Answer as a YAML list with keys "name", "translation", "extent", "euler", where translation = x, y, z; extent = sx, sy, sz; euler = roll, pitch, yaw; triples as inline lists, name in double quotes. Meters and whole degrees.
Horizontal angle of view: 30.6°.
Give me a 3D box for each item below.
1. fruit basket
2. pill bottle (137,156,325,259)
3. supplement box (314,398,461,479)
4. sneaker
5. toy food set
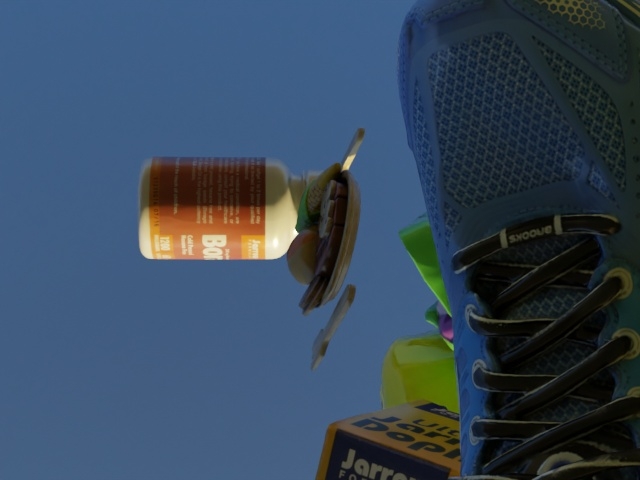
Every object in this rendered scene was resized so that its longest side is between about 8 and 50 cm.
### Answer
- name: "fruit basket"
  translation: [0.169, 0.103, 1.322]
  extent: [0.392, 0.392, 0.283]
  euler: [-34, -92, -24]
- name: "pill bottle"
  translation: [-0.101, -0.038, 1.369]
  extent: [0.216, 0.121, 0.121]
  euler: [0, -106, -2]
- name: "supplement box"
  translation: [0.091, 0.331, 0.931]
  extent: [0.194, 0.195, 0.356]
  euler: [15, -85, 27]
- name: "sneaker"
  translation: [0.105, 0.061, 0.400]
  extent: [0.147, 0.130, 0.330]
  euler: [-28, -83, -55]
- name: "toy food set"
  translation: [0.000, 0.000, 1.012]
  extent: [0.039, 0.132, 0.192]
  euler: [13, -129, -11]
